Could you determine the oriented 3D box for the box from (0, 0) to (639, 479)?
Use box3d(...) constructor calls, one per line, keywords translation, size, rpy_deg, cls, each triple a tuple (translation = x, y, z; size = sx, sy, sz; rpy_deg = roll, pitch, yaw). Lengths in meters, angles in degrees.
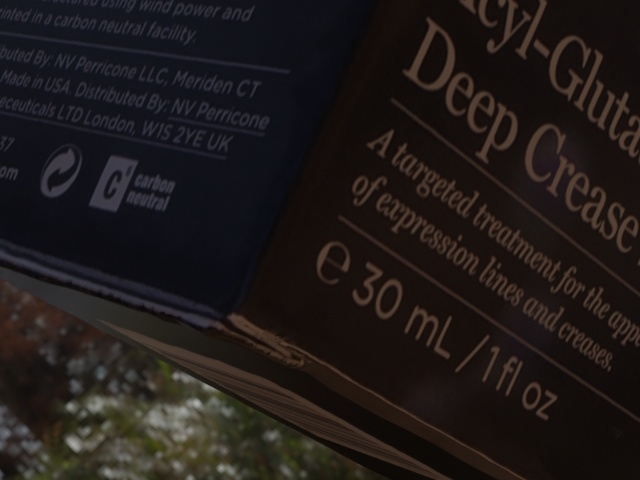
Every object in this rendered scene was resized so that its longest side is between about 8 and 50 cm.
box3d(translation=(0.074, -0.110, 0.608), size=(0.293, 0.212, 0.395), rpy_deg=(32, -103, -43), cls="box")
